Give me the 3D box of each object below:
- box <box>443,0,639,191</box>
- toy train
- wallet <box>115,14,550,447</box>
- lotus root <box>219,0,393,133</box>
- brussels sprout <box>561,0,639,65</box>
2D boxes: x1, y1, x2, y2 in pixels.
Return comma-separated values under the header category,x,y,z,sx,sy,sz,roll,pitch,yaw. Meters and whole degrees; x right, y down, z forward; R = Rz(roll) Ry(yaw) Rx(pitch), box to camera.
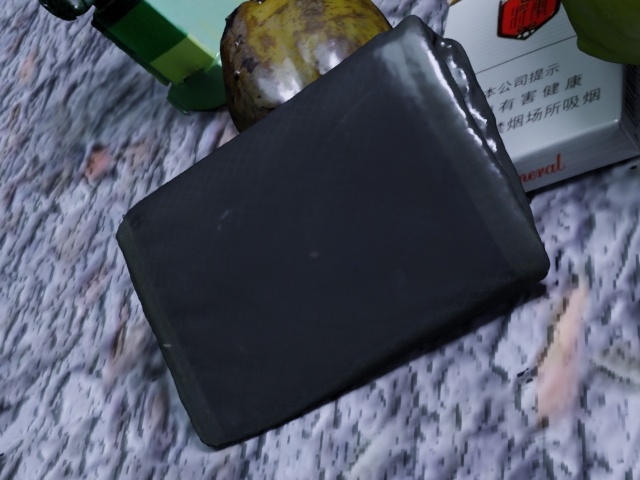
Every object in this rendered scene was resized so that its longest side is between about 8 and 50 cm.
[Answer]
category,x,y,z,sx,sy,sz,roll,pitch,yaw
box,0.136,-0.125,1.008,0.139,0.035,0.245,-18,40,32
toy train,-0.076,-0.255,1.227,0.301,0.202,0.120,-56,16,-20
wallet,0.000,0.000,0.938,0.245,0.052,0.168,-31,72,24
lotus root,-0.001,-0.101,1.053,0.120,0.120,0.209,-34,37,12
brussels sprout,0.236,-0.225,0.841,0.328,0.247,0.328,-14,38,11
